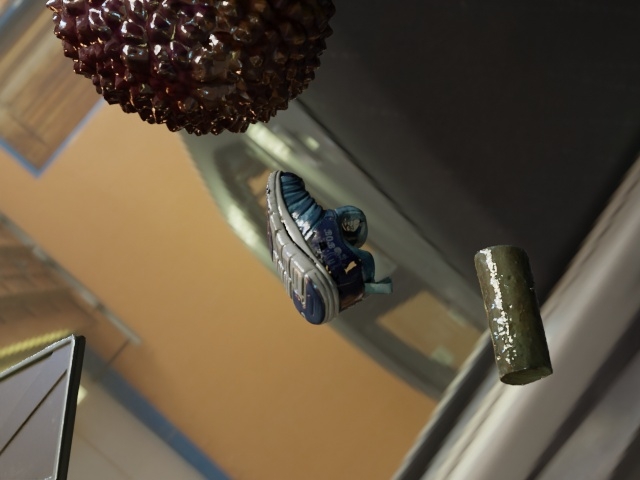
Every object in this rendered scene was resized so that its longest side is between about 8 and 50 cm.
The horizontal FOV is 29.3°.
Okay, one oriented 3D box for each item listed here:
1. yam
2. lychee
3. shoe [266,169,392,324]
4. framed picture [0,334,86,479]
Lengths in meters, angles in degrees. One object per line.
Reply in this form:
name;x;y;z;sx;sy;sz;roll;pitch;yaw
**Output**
yam;0.233;0.090;1.467;0.068;0.068;0.169;41;-145;-55
lychee;-0.097;-0.199;1.036;0.271;0.271;0.271;41;180;0
shoe;0.000;0.000;1.313;0.091;0.106;0.207;89;157;-44
framed picture;-0.378;0.235;1.488;0.023;0.260;0.189;28;-131;-36
